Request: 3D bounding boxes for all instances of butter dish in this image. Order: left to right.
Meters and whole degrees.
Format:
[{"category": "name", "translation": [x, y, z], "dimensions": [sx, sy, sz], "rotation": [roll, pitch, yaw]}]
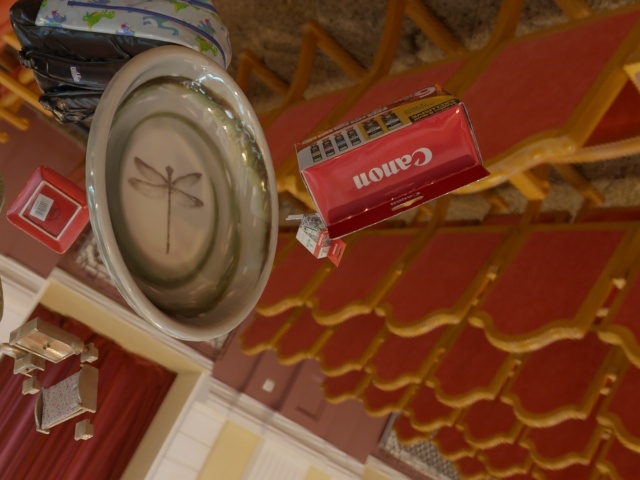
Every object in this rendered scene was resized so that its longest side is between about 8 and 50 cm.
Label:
[{"category": "butter dish", "translation": [-0.612, -0.080, 1.662], "dimensions": [0.160, 0.160, 0.118], "rotation": [36, -171, -11]}]

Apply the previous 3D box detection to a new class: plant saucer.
[{"category": "plant saucer", "translation": [-0.199, -0.061, 0.996], "dimensions": [0.100, 0.400, 0.400], "rotation": [-5, 147, 28]}]

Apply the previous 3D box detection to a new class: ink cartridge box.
[{"category": "ink cartridge box", "translation": [0.000, 0.000, 1.471], "dimensions": [0.115, 0.029, 0.063], "rotation": [44, 130, 34]}, {"category": "ink cartridge box", "translation": [0.122, -0.152, 1.314], "dimensions": [0.272, 0.309, 0.130], "rotation": [-103, -11, -68]}]

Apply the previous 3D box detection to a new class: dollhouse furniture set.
[{"category": "dollhouse furniture set", "translation": [-0.811, 0.425, 2.049], "dimensions": [0.303, 0.355, 0.174], "rotation": [-28, 139, 20]}]

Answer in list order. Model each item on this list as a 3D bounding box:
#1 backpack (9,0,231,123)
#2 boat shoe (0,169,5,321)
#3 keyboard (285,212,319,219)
[{"category": "backpack", "translation": [-0.353, -0.360, 1.380], "dimensions": [0.355, 0.273, 0.290], "rotation": [12, 145, 15]}, {"category": "boat shoe", "translation": [-0.692, -0.011, 1.320], "dimensions": [0.156, 0.500, 0.187], "rotation": [-34, 147, 24]}, {"category": "keyboard", "translation": [0.039, -0.071, 1.864], "dimensions": [0.256, 0.014, 0.072], "rotation": [-5, -179, 3]}]
